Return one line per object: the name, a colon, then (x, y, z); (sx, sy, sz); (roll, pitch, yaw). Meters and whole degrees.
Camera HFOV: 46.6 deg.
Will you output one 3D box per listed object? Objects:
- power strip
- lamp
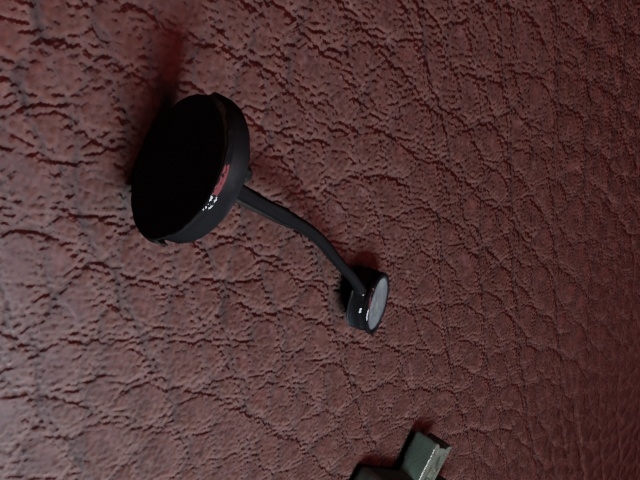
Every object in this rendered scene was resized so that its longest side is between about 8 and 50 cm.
power strip: (0.119, 0.322, 0.960); (0.216, 0.061, 0.145); (26, 90, -50)
lamp: (-0.035, -0.007, 0.658); (0.371, 0.109, 0.130); (30, 73, -64)
